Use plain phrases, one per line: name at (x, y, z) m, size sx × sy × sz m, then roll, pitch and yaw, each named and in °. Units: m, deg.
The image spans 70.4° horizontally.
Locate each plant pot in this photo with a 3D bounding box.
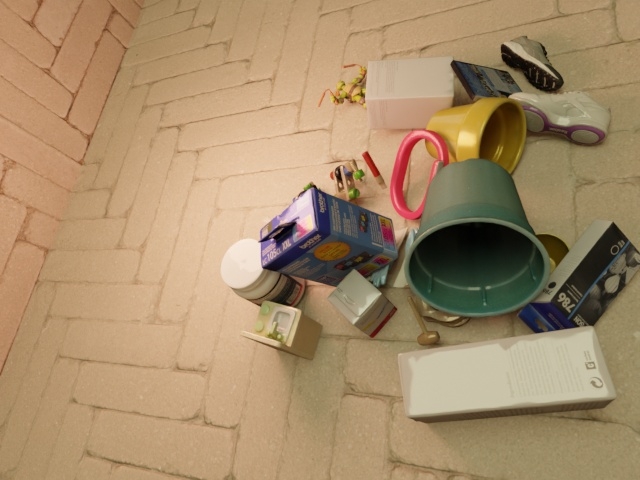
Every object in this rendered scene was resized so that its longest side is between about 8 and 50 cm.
plant pot at (0.619, 0.058, 1.263) m, size 0.134 × 0.095 × 0.134 m, roll -10°, pitch 64°, yaw 22°
plant pot at (0.409, -0.031, 1.230) m, size 0.340 × 0.341 × 0.334 m, roll -8°, pitch 39°, yaw 23°
plant pot at (0.476, -0.324, 1.441) m, size 0.239 × 0.254 × 0.254 m, roll 25°, pitch 79°, yaw 49°

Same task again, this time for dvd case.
dvd case at (0.563, -0.514, 1.500) m, size 0.022 × 0.252 × 0.181 m, roll 121°, pitch 141°, yaw -48°

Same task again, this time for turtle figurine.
turtle figurine at (0.132, -0.579, 1.804) m, size 0.217 × 0.087 × 0.269 m, roll 32°, pitch 68°, yaw 24°

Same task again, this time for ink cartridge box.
ink cartridge box at (0.130, 0.195, 1.390) m, size 0.127 × 0.176 × 0.128 m, roll -48°, pitch 56°, yaw -1°
ink cartridge box at (0.673, 0.122, 1.169) m, size 0.333 × 0.165 × 0.065 m, roll -51°, pitch 18°, yaw -1°
ink cartridge box at (0.000, 0.000, 1.373) m, size 0.270 × 0.395 × 0.151 m, roll -35°, pitch 49°, yaw 39°

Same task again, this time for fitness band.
fitness band at (0.315, -0.210, 1.467) m, size 0.209 × 0.054 × 0.291 m, roll 44°, pitch 129°, yaw 51°

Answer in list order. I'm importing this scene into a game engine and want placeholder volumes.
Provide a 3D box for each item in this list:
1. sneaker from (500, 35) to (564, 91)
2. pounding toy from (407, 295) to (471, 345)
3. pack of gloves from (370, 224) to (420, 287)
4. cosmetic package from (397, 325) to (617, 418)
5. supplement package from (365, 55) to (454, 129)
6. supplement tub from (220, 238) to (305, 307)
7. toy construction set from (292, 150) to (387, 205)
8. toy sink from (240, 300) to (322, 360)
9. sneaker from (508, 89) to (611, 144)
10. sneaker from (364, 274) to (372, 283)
sneaker at (0.724, -0.606, 1.524) m, size 0.107 × 0.100 × 0.272 m, roll -30°, pitch 57°, yaw 4°
pounding toy at (0.346, 0.162, 1.313) m, size 0.154 × 0.155 × 0.270 m, roll -12°, pitch 62°, yaw 26°
pack of gloves at (0.240, 0.038, 1.412) m, size 0.195 × 0.046 × 0.232 m, roll -12°, pitch 45°, yaw 51°
cosmetic package at (0.447, 0.349, 1.134) m, size 0.452 × 0.230 × 0.162 m, roll -14°, pitch 61°, yaw 19°
supplement package at (0.315, -0.513, 1.600) m, size 0.292 × 0.175 × 0.178 m, roll 2°, pitch 67°, yaw 13°
supplement tub at (-0.187, 0.122, 1.522) m, size 0.191 × 0.272 × 0.191 m, roll -11°, pitch 62°, yaw 21°
toy construction set at (0.090, -0.130, 1.565) m, size 0.308 × 0.257 × 0.237 m, roll -27°, pitch 101°, yaw 31°
toy sink at (-0.118, 0.279, 1.439) m, size 0.152 × 0.234 × 0.131 m, roll 9°, pitch 71°, yaw 30°
sneaker at (0.738, -0.403, 1.411) m, size 0.305 × 0.114 × 0.152 m, roll 25°, pitch 72°, yaw 15°
sneaker at (0.136, 0.139, 1.506) m, size 0.083 × 0.032 × 0.037 m, roll -24°, pitch 45°, yaw 8°
